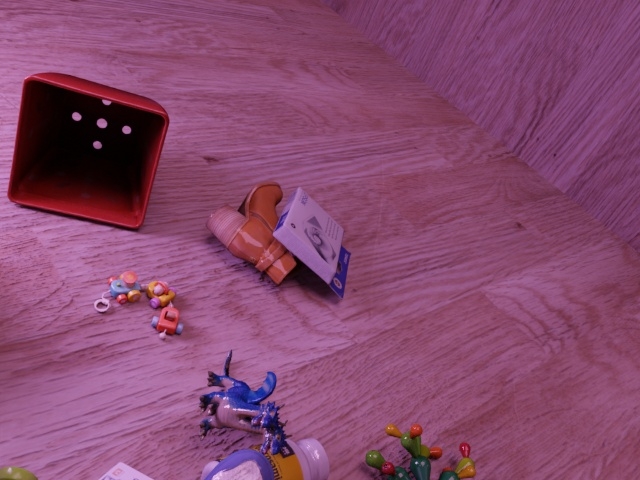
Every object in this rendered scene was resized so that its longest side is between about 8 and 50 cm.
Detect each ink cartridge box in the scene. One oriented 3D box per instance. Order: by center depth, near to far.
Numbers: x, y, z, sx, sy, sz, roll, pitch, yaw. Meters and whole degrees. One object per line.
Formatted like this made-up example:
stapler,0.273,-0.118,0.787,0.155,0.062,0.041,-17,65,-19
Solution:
ink cartridge box,0.000,0.000,1.375,0.224,0.045,0.223,44,24,-15

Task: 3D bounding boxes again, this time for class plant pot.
plant pot,-0.485,-0.219,1.260,0.268,0.267,0.235,13,26,-19

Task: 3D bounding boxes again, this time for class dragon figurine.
dragon figurine,-0.116,0.263,0.961,0.144,0.085,0.289,2,7,-2

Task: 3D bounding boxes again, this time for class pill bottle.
pill bottle,-0.080,0.363,0.893,0.184,0.103,0.103,-6,47,-38

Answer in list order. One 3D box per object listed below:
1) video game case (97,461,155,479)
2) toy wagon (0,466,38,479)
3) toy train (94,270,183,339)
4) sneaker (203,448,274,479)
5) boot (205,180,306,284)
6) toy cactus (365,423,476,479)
video game case,-0.250,0.347,0.664,0.173,0.022,0.190,7,28,36
toy wagon,-0.423,0.390,0.667,0.345,0.068,0.267,19,36,-12
toy train,-0.329,0.112,1.101,0.167,0.046,0.125,21,35,-10
sneaker,-0.151,0.384,0.707,0.112,0.131,0.296,30,60,12
boot,-0.109,-0.022,1.372,0.220,0.109,0.283,39,28,7
toy cactus,0.189,0.416,1.020,0.219,0.112,0.180,19,45,-27
